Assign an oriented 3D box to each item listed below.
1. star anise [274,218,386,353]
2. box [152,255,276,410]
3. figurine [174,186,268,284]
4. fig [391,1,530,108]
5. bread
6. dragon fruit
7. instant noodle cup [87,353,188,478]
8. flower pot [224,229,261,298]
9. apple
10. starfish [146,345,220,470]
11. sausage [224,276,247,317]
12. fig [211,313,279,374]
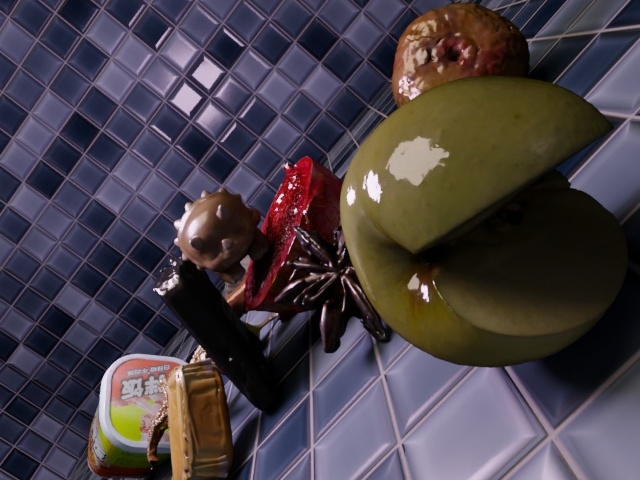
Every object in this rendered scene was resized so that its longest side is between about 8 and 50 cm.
[{"bbox_3d":[0.039,0.074,1.018,0.212,0.129,0.283,-33,51,-18],"label":"star anise"},{"bbox_3d":[-0.227,0.190,1.279,0.091,0.350,0.359,-38,12,-5],"label":"box"},{"bbox_3d":[-0.218,-0.024,1.225,0.177,0.173,0.247,-37,25,14],"label":"figurine"},{"bbox_3d":[0.319,-0.344,1.265,0.286,0.286,0.368,-48,-19,16],"label":"fig"},{"bbox_3d":[-0.245,0.373,1.162,0.136,0.107,0.241,-52,42,46],"label":"bread"},{"bbox_3d":[-0.017,0.015,1.290,0.386,0.249,0.371,-38,33,61],"label":"dragon fruit"},{"bbox_3d":[-0.500,0.502,1.584,0.308,0.294,0.294,-52,9,39],"label":"instant noodle cup"},{"bbox_3d":[-0.180,0.075,1.659,0.239,0.189,0.209,-157,70,-77],"label":"flower pot"},{"bbox_3d":[0.167,-0.023,0.589,0.254,0.292,0.292,-32,1,-30],"label":"apple"},{"bbox_3d":[-0.312,0.383,1.377,0.312,0.113,0.303,-47,32,25],"label":"starfish"},{"bbox_3d":[-0.151,0.090,1.497,0.327,0.087,0.079,-50,35,-2],"label":"sausage"},{"bbox_3d":[-0.208,0.265,1.556,0.230,0.160,0.143,-21,6,-4],"label":"fig"}]
